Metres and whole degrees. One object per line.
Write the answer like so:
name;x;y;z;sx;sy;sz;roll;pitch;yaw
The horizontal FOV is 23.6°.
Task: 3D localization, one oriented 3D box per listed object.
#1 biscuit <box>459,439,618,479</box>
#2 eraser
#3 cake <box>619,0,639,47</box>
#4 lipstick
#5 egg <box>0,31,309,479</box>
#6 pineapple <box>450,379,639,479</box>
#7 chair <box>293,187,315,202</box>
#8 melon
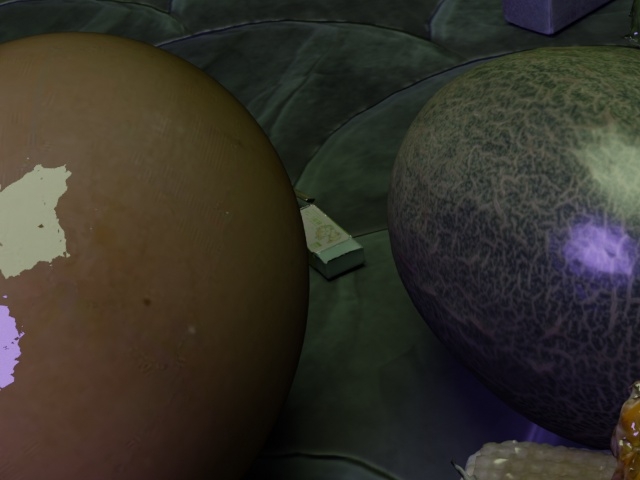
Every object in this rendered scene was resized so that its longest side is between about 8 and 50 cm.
biscuit;0.271;0.185;0.815;0.426;0.079;0.144;3;34;18
eraser;0.000;0.000;1.219;0.038;0.019;0.083;-21;35;-20
cake;0.397;-0.292;1.337;0.172;0.284;0.158;-9;29;-30
lipstick;0.313;-0.305;1.553;0.317;0.066;0.068;-32;40;-30
egg;-0.158;0.037;0.951;0.301;0.301;0.374;-3;40;11
pineapple;0.196;0.203;0.676;0.158;0.334;0.161;-42;-11;22
chair;-0.112;-0.071;1.301;0.095;0.104;0.221;-6;27;-46
melon;0.178;0.000;0.965;0.248;0.249;0.329;-24;31;-21
